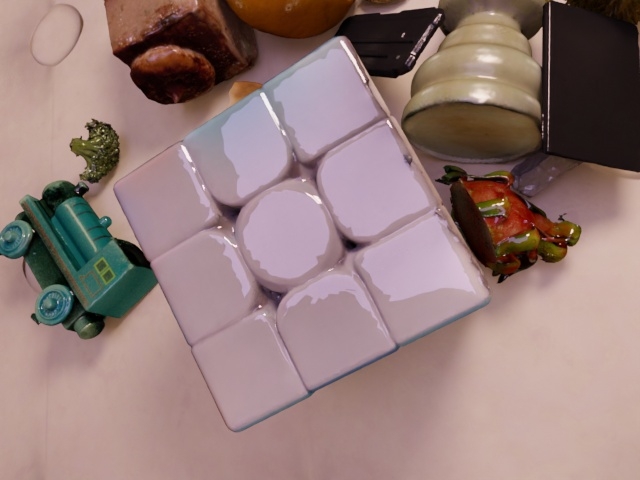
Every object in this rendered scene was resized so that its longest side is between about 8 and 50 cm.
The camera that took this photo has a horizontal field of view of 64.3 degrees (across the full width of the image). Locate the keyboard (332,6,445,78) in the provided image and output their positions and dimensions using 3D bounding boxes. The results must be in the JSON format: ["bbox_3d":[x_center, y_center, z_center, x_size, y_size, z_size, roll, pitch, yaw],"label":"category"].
[{"bbox_3d":[0.075,-0.286,0.739,0.106,0.016,0.262,-56,32,2],"label":"keyboard"}]

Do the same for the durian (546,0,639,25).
[{"bbox_3d":[0.373,-0.313,0.635,0.208,0.103,0.146,-17,34,-13],"label":"durian"}]

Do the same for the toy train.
[{"bbox_3d":[-0.430,0.023,0.897,0.194,0.120,0.298,-43,67,0],"label":"toy train"}]

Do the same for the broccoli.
[{"bbox_3d":[-0.418,-0.163,0.940,0.097,0.091,0.095,-44,50,36],"label":"broccoli"}]

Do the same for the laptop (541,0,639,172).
[{"bbox_3d":[0.321,-0.181,0.602,0.135,0.016,0.197,9,78,-12],"label":"laptop"}]

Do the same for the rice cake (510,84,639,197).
[{"bbox_3d":[0.361,-0.146,0.655,0.269,0.055,0.049,-38,108,10],"label":"rice cake"}]

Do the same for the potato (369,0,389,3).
[{"bbox_3d":[0.106,-0.407,0.814,0.083,0.040,0.051,-2,88,23],"label":"potato"}]

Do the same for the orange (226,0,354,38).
[{"bbox_3d":[-0.056,-0.441,0.782,0.248,0.183,0.249,0,72,1],"label":"orange"}]

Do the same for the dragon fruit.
[{"bbox_3d":[0.233,-0.018,0.654,0.174,0.138,0.142,5,106,0],"label":"dragon fruit"}]

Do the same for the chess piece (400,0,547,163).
[{"bbox_3d":[0.225,-0.286,0.683,0.182,0.182,0.331,8,77,22],"label":"chess piece"}]

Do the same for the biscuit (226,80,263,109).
[{"bbox_3d":[-0.103,-0.104,0.832,0.204,0.040,0.309,13,85,23],"label":"biscuit"}]

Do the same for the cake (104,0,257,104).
[{"bbox_3d":[-0.231,-0.372,0.852,0.198,0.196,0.293,-16,72,16],"label":"cake"}]

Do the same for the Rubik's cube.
[{"bbox_3d":[0.000,0.000,0.611,0.290,0.291,0.291,-29,82,11],"label":"Rubik's cube"}]
